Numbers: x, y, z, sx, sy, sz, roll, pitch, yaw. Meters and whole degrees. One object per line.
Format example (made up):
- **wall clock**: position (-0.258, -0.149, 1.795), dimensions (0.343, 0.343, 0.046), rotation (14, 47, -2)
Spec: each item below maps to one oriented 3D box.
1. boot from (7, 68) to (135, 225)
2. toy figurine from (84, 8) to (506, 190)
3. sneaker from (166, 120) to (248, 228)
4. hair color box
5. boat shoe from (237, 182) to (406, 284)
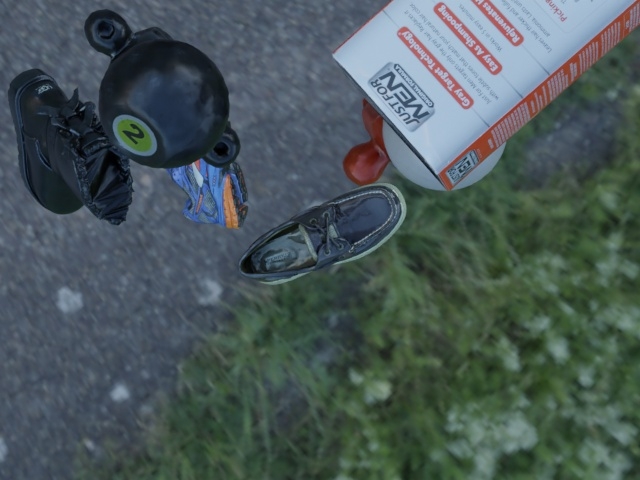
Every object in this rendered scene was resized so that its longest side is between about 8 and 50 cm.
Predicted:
- **boot**: position (-0.151, -0.043, 0.840), dimensions (0.045, 0.099, 0.121), rotation (-31, 139, -23)
- **toy figurine**: position (-0.004, -0.131, 0.653), dimensions (0.213, 0.148, 0.210), rotation (6, 102, -7)
- **sneaker**: position (-0.154, -0.106, 1.653), dimensions (0.087, 0.083, 0.221), rotation (-6, 119, 11)
- **hair color box**: position (0.082, -0.095, 0.566), dimensions (0.141, 0.072, 0.043), rotation (-40, 166, 3)
- **boat shoe**: position (0.000, 0.000, 1.103), dimensions (0.152, 0.049, 0.056), rotation (-29, 87, 23)
